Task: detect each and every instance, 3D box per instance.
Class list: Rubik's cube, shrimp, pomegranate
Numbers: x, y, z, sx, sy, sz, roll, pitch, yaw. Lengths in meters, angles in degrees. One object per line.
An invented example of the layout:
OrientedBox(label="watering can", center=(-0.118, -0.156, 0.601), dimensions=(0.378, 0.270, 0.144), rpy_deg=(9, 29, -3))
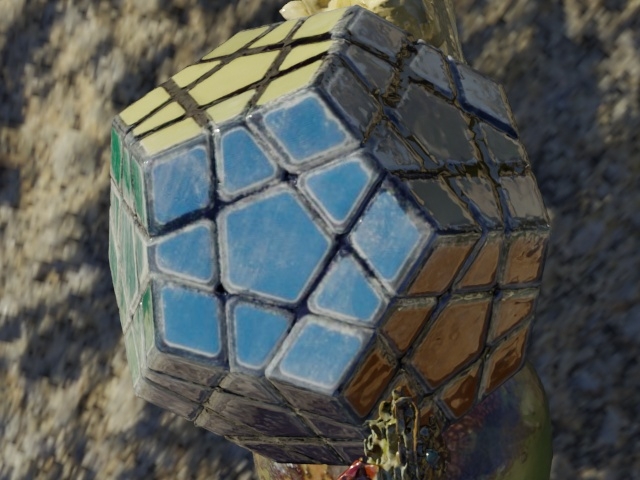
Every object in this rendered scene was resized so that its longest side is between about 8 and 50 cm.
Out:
OrientedBox(label="Rubik's cube", center=(0.000, 0.001, 1.307), dimensions=(0.319, 0.264, 0.319), rpy_deg=(0, 91, 12))
OrientedBox(label="shrimp", center=(0.021, 0.144, 0.982), dimensions=(0.101, 0.190, 0.042), rpy_deg=(-4, 45, -23))
OrientedBox(label="pomegranate", center=(0.042, 0.213, 1.676), dimensions=(0.285, 0.285, 0.340), rpy_deg=(40, 59, 2))

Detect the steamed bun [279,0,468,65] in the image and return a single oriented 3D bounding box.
OrientedBox(label="steamed bun", center=(0.046, -0.154, 1.553), dimensions=(0.137, 0.292, 0.295), rpy_deg=(-12, 44, 9))
